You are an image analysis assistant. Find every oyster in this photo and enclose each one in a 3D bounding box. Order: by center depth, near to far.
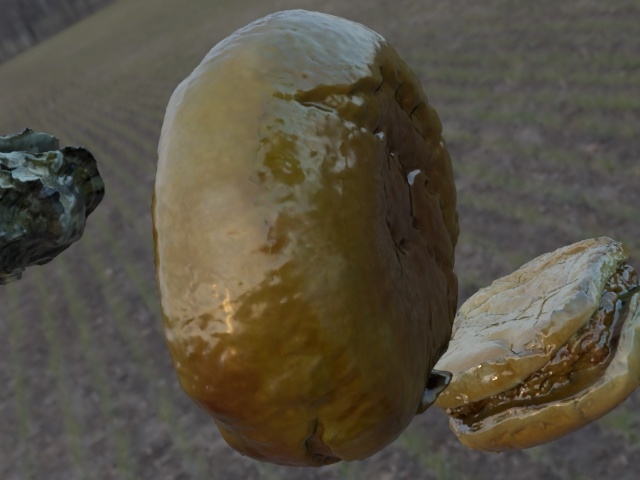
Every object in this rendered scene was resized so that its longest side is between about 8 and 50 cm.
[{"bbox_3d":[-0.340,-0.016,1.444,0.158,0.162,0.351,9,15,23],"label":"oyster"}]

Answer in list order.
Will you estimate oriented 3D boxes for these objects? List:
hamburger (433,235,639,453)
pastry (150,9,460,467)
[{"bbox_3d":[0.248,0.111,1.628,0.259,0.144,0.283,-29,15,39],"label":"hamburger"},{"bbox_3d":[0.000,0.000,1.130,0.164,0.356,0.356,-1,23,23],"label":"pastry"}]
